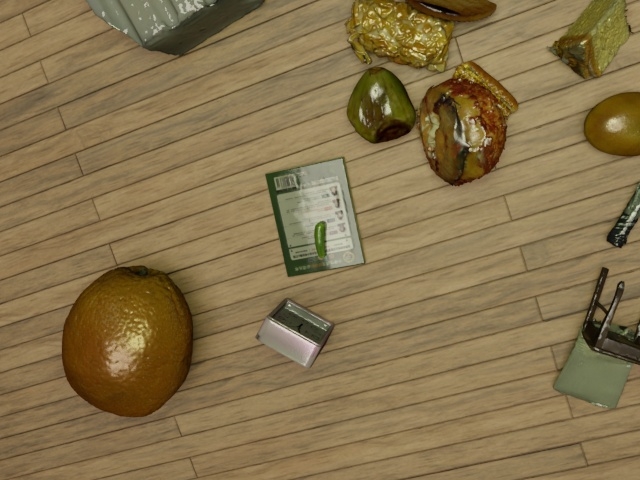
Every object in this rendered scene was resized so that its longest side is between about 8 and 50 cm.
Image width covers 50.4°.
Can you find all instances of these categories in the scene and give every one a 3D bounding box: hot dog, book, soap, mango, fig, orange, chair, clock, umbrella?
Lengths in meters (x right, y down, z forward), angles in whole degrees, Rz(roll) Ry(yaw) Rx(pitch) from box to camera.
[{"bbox_3d":[0.364,-0.331,1.511,0.165,0.045,0.071,43,108,1],"label":"hot dog"},{"bbox_3d":[-0.012,-0.054,1.655,0.202,0.027,0.264,-11,97,14],"label":"book"},{"bbox_3d":[-0.377,-0.657,1.527,0.350,0.213,0.435,-30,93,13],"label":"soap"},{"bbox_3d":[0.674,-0.249,1.437,0.227,0.099,0.136,-11,98,5],"label":"mango"},{"bbox_3d":[0.131,-0.303,1.516,0.144,0.154,0.166,-19,113,-24],"label":"fig"},{"bbox_3d":[-0.463,0.242,1.669,0.322,0.322,0.357,15,94,9],"label":"orange"},{"bbox_3d":[0.643,0.239,1.489,0.160,0.186,0.319,17,101,3],"label":"chair"},{"bbox_3d":[-0.058,0.216,1.627,0.150,0.197,0.063,29,103,6],"label":"clock"},{"bbox_3d":[0.694,-0.069,1.491,0.050,0.046,0.188,28,100,2],"label":"umbrella"}]

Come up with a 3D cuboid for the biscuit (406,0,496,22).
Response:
[{"bbox_3d":[0.258,-0.543,1.471,0.176,0.031,0.228,-24,62,-22],"label":"biscuit"}]

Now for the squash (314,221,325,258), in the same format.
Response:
[{"bbox_3d":[-0.001,0.000,1.633,0.027,0.027,0.089,1,101,12],"label":"squash"}]

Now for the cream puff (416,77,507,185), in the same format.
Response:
[{"bbox_3d":[0.305,-0.233,1.452,0.164,0.240,0.240,-7,99,-5],"label":"cream puff"}]

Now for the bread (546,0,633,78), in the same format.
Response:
[{"bbox_3d":[0.570,-0.420,1.401,0.127,0.152,0.147,40,97,1],"label":"bread"}]

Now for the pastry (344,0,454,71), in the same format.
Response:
[{"bbox_3d":[0.165,-0.452,1.502,0.250,0.102,0.154,14,100,8],"label":"pastry"}]
